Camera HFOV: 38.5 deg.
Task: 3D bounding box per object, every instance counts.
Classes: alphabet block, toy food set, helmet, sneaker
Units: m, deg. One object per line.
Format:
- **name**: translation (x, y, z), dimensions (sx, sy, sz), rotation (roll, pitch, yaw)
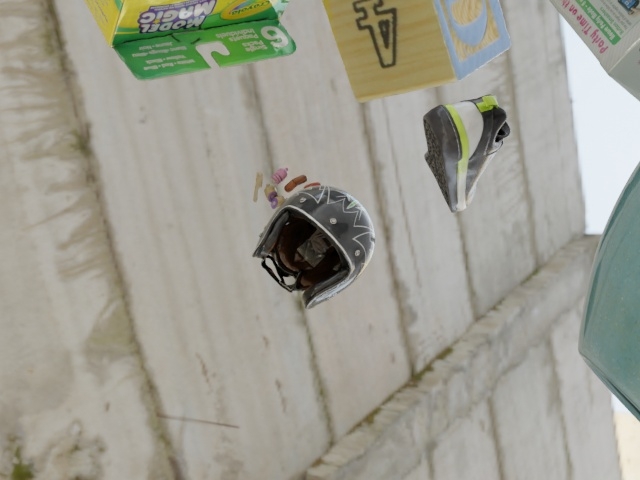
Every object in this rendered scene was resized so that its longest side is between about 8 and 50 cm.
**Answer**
- **alphabet block**: translation (0.151, -0.348, 1.435), dimensions (0.192, 0.197, 0.193), rotation (-35, -68, -44)
- **toy food set**: translation (-0.049, -0.086, 1.528), dimensions (0.019, 0.122, 0.078), rotation (105, 171, -67)
- **helmet**: translation (0.000, 0.000, 1.317), dimensions (0.161, 0.169, 0.169), rotation (-47, -38, 14)
- **sneaker**: translation (0.181, -0.102, 1.078), dimensions (0.234, 0.097, 0.084), rotation (63, -177, -74)

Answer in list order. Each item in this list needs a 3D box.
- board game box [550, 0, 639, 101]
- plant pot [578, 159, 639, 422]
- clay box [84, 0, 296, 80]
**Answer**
- **board game box**: translation (0.334, -0.286, 0.769), dimensions (0.097, 0.303, 0.224), rotation (27, -150, -33)
- **plant pot**: translation (0.294, 0.059, 0.620), dimensions (0.195, 0.290, 0.290), rotation (-43, -46, 4)
- **clay box**: translation (-0.106, -0.206, 0.582), dimensions (0.127, 0.053, 0.222), rotation (-19, -112, -34)
